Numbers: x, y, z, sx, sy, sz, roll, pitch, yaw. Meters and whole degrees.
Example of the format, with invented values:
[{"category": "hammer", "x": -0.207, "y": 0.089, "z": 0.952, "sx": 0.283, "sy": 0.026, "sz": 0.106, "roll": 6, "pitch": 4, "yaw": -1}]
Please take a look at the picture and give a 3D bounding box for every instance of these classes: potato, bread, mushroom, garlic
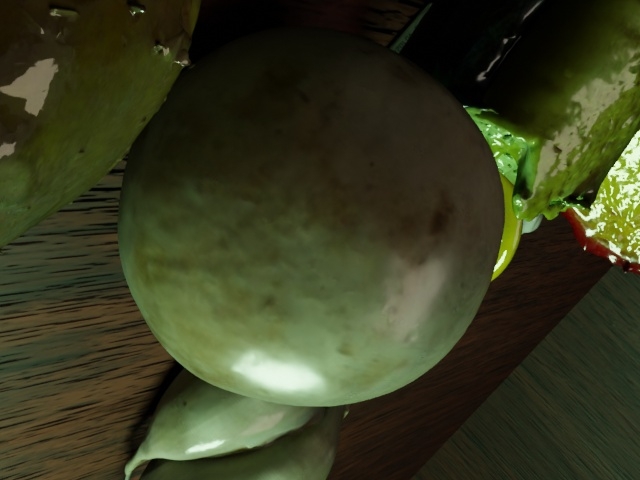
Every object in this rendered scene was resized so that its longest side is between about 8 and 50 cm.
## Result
[{"category": "potato", "x": -0.183, "y": -0.074, "z": 0.577, "sx": 0.296, "sy": 0.141, "sz": 0.191, "roll": -43, "pitch": 163, "yaw": -8}, {"category": "bread", "x": 0.232, "y": -0.199, "z": 0.977, "sx": 0.376, "sy": 0.208, "sz": 0.251, "roll": -58, "pitch": 161, "yaw": 4}, {"category": "mushroom", "x": -0.004, "y": -0.025, "z": 0.856, "sx": 0.297, "sy": 0.297, "sz": 0.290, "roll": -48, "pitch": -173, "yaw": 13}, {"category": "garlic", "x": -0.136, "y": 0.237, "z": 1.304, "sx": 0.340, "sy": 0.231, "sz": 0.246, "roll": -28, "pitch": -155, "yaw": 3}]

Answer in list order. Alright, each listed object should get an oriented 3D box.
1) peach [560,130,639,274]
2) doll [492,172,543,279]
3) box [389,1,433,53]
[{"category": "peach", "x": 0.451, "y": -0.153, "z": 1.215, "sx": 0.310, "sy": 0.335, "sz": 0.406, "roll": -42, "pitch": 154, "yaw": -42}, {"category": "doll", "x": 0.215, "y": -0.071, "z": 1.306, "sx": 0.242, "sy": 0.159, "sz": 0.311, "roll": -16, "pitch": 137, "yaw": -46}, {"category": "box", "x": 0.115, "y": -0.161, "z": 1.108, "sx": 0.122, "sy": 0.032, "sz": 0.220, "roll": -50, "pitch": 159, "yaw": 12}]
